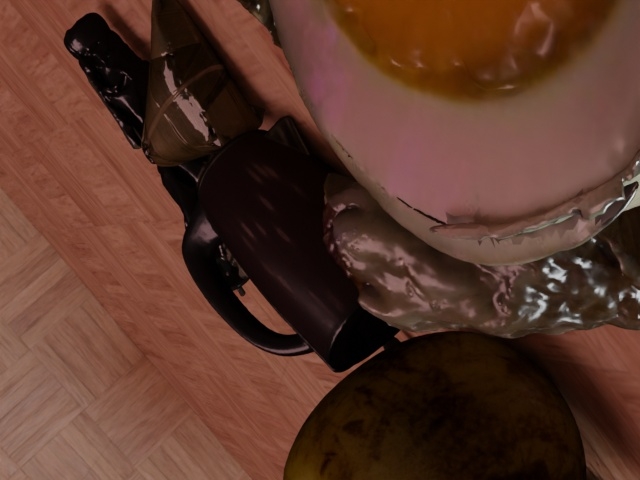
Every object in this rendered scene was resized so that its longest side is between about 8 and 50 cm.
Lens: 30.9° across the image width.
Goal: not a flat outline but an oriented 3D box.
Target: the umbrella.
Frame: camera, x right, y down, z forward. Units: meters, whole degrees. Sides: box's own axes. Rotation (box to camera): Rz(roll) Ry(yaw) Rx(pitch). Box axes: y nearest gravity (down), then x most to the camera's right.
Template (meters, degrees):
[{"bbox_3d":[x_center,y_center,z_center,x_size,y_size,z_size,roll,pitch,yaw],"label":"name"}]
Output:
[{"bbox_3d":[-0.171,-0.101,1.321,0.357,0.106,0.113,50,165,-8],"label":"umbrella"}]

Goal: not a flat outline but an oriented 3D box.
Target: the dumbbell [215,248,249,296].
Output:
[{"bbox_3d":[-0.131,0.025,1.549,0.069,0.069,0.147,29,155,44],"label":"dumbbell"}]

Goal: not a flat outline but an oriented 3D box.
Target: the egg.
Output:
[{"bbox_3d":[0.102,-0.146,0.521,0.286,0.174,0.264,59,140,19],"label":"egg"}]

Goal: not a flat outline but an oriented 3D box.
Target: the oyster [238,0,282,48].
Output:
[{"bbox_3d":[-0.030,-0.242,0.625,0.111,0.204,0.396,-4,141,19],"label":"oyster"}]

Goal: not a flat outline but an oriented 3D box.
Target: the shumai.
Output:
[{"bbox_3d":[0.114,-0.011,0.728,0.218,0.184,0.185,34,129,-13],"label":"shumai"}]

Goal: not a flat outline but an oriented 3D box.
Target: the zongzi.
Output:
[{"bbox_3d":[-0.158,-0.163,1.183,0.160,0.078,0.176,-17,111,49],"label":"zongzi"}]

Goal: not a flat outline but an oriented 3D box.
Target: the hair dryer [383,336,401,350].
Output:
[{"bbox_3d":[0.181,0.233,1.259,0.352,0.107,0.189,49,160,11],"label":"hair dryer"}]

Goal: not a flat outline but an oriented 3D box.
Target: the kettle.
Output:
[{"bbox_3d":[-0.024,0.012,1.129,0.232,0.144,0.202,45,118,24],"label":"kettle"}]

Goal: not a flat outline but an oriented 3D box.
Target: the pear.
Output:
[{"bbox_3d":[0.107,0.223,1.080,0.283,0.283,0.283,41,161,18],"label":"pear"}]
